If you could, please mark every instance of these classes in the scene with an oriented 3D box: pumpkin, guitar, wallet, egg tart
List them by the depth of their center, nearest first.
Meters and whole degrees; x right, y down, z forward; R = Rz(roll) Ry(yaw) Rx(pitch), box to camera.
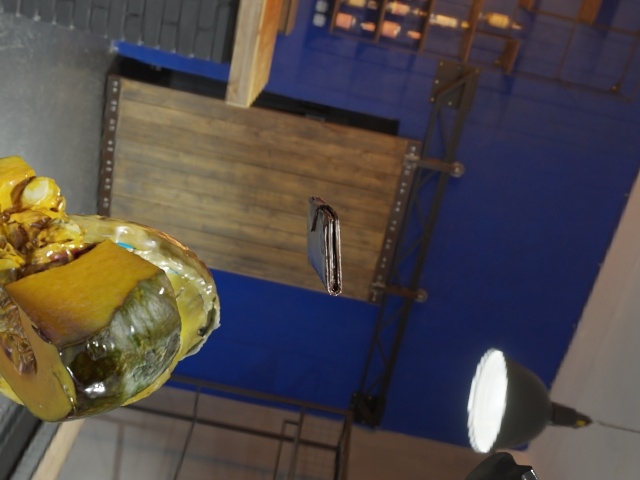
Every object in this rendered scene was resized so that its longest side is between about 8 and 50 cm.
[{"bbox_3d":[-0.261,0.040,0.695,0.139,0.190,0.281,-33,103,-42],"label":"pumpkin"},{"bbox_3d":[0.000,0.000,0.838,0.176,0.026,0.095,-122,-150,-77],"label":"wallet"},{"bbox_3d":[0.278,0.337,0.942,0.088,0.025,0.233,-35,-172,-21],"label":"guitar"},{"bbox_3d":[-0.325,0.124,0.967,0.388,0.387,0.169,103,-18,-52],"label":"egg tart"}]
